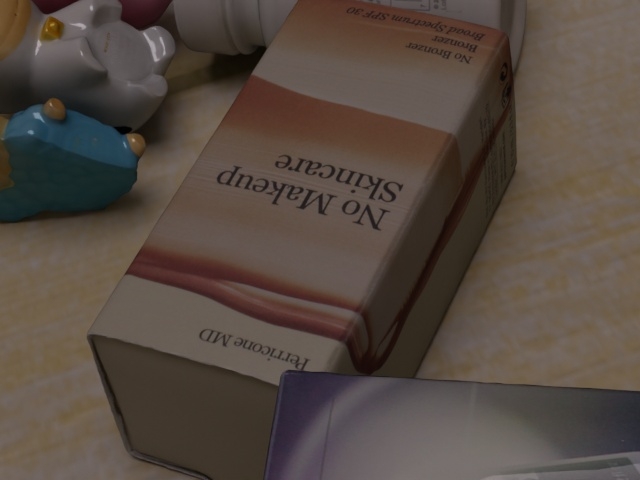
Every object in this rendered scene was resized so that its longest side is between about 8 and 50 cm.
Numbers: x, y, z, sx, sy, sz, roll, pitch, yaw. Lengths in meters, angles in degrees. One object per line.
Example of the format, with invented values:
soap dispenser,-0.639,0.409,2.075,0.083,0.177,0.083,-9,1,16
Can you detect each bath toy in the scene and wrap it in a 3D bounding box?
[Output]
bath toy,-0.178,-0.175,1.258,0.151,0.129,0.348,29,49,-23

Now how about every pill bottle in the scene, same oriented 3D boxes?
pill bottle,0.022,-0.176,1.207,0.229,0.131,0.131,5,50,15

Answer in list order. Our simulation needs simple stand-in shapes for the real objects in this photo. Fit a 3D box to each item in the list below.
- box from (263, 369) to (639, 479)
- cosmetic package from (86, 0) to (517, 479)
box,0.114,0.229,0.770,0.294,0.183,0.296,1,62,14
cosmetic package,0.000,0.000,1.059,0.153,0.129,0.296,13,54,20
